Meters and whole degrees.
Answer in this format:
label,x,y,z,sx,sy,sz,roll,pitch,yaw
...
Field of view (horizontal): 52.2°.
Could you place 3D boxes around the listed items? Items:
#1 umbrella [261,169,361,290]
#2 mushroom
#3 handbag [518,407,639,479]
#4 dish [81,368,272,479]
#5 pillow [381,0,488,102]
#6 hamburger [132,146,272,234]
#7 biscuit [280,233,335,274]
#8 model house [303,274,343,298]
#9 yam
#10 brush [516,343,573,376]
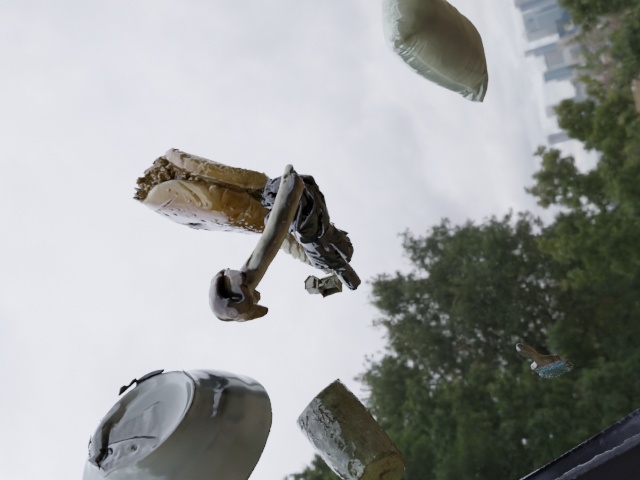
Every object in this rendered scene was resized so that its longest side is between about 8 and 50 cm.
label,x,y,z,sx,sy,sz,roll,pitch,yaw
umbrella,0.000,0.000,1.203,0.340,0.118,0.118,55,-148,-49
mushroom,-0.058,0.004,0.691,0.187,0.060,0.061,-63,-35,-19
handbag,0.341,0.342,0.632,0.325,0.269,0.118,59,-169,7
dish,-0.227,0.276,0.924,0.106,0.317,0.316,61,-151,-27
pillow,0.160,-0.292,0.920,0.254,0.078,0.144,11,-106,-51
hamburger,-0.208,-0.090,1.256,0.286,0.243,0.146,16,-96,-27
biscuit,-0.068,-0.029,1.527,0.281,0.084,0.179,44,-162,26
model house,0.009,0.102,1.593,0.057,0.083,0.058,53,-152,-38
yam,0.054,0.408,1.364,0.254,0.154,0.154,45,-177,37
brush,0.440,0.238,1.307,0.196,0.070,0.021,29,-138,-41
